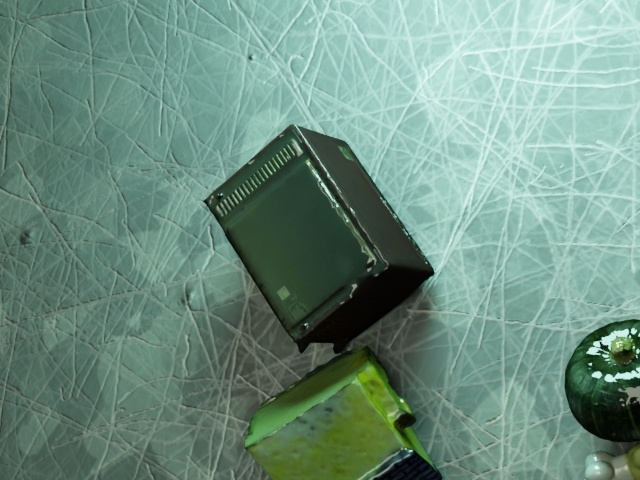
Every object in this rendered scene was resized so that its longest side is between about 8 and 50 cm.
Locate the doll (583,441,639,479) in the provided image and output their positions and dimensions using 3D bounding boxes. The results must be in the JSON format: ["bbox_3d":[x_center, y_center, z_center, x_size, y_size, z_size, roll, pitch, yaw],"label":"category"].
[{"bbox_3d":[0.390,0.268,1.761,0.162,0.106,0.062,-20,63,23],"label":"doll"}]

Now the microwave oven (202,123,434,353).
[{"bbox_3d":[0.001,-0.001,1.924,0.178,0.188,0.247,-38,72,15],"label":"microwave oven"}]

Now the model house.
[{"bbox_3d":[0.040,0.274,1.895,0.194,0.170,0.211,-35,97,4],"label":"model house"}]

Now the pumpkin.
[{"bbox_3d":[0.373,0.164,1.763,0.167,0.167,0.125,-20,102,16],"label":"pumpkin"}]
